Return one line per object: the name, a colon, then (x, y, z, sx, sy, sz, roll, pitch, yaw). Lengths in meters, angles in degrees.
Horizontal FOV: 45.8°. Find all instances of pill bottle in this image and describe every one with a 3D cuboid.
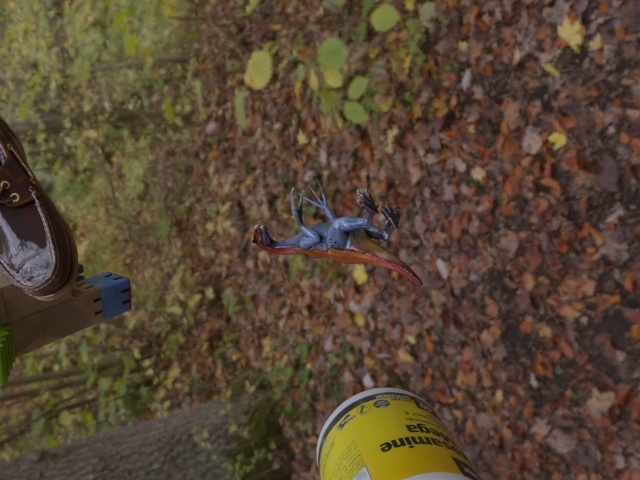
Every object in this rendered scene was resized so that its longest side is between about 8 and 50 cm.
pill bottle: (0.112, 0.331, 0.927, 0.334, 0.187, 0.188, -125, 25, -72)

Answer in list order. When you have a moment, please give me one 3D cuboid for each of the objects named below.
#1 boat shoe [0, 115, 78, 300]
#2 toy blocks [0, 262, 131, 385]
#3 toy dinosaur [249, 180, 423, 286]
boat shoe: (-0.285, -0.039, 0.672, 0.207, 0.073, 0.073, 55, 176, 20)
toy blocks: (-0.444, 0.054, 1.037, 0.381, 0.261, 0.191, 12, 111, 32)
toy dinosaur: (0.000, 0.000, 0.422, 0.082, 0.047, 0.090, -32, 65, 29)
